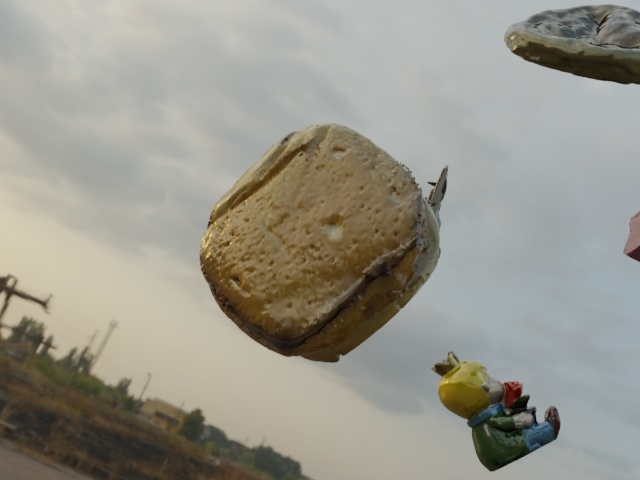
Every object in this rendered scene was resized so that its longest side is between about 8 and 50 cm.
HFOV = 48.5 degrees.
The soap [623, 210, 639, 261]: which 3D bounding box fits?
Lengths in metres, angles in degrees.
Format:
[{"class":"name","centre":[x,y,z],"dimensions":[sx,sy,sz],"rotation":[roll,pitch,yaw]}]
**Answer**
[{"class":"soap","centre":[0.903,0.012,1.572],"dimensions":[0.360,0.128,0.233],"rotation":[23,-28,-3]}]

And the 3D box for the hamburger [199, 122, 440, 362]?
[{"class":"hamburger","centre":[-0.003,0.007,0.947],"dimensions":[0.284,0.304,0.174],"rotation":[49,2,40]}]

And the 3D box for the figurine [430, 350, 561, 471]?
[{"class":"figurine","centre":[0.334,0.304,1.366],"dimensions":[0.234,0.185,0.127],"rotation":[63,10,22]}]

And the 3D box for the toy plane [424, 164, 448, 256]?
[{"class":"toy plane","centre":[0.272,-0.074,1.776],"dimensions":[0.083,0.233,0.160],"rotation":[6,1,32]}]

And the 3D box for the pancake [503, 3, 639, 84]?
[{"class":"pancake","centre":[0.436,-0.317,1.112],"dimensions":[0.295,0.294,0.049],"rotation":[16,-52,25]}]
